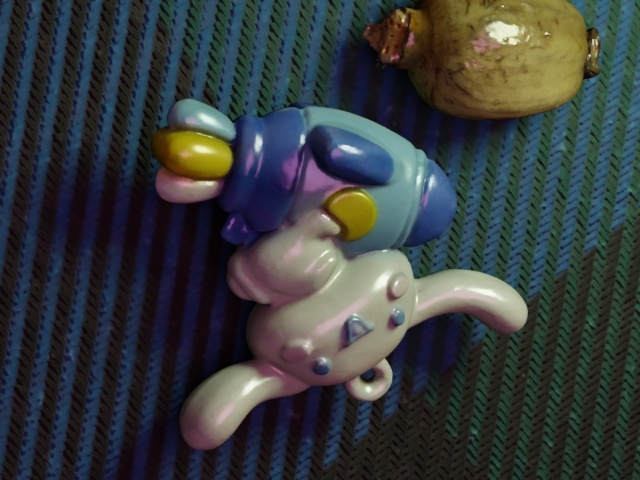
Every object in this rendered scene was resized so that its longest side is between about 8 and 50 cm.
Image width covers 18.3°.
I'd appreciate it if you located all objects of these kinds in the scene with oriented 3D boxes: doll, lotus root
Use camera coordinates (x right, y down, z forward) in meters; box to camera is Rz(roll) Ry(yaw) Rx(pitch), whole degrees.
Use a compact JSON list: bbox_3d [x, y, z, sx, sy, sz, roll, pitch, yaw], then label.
[{"bbox_3d":[0.006,0.001,1.992,0.376,0.187,0.365,-28,111,-34],"label":"doll"},{"bbox_3d":[0.180,-0.203,2.066,0.257,0.140,0.154,-1,101,-25],"label":"lotus root"}]
